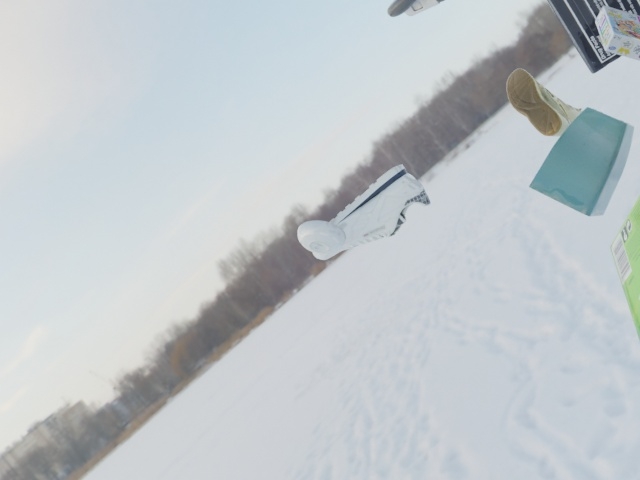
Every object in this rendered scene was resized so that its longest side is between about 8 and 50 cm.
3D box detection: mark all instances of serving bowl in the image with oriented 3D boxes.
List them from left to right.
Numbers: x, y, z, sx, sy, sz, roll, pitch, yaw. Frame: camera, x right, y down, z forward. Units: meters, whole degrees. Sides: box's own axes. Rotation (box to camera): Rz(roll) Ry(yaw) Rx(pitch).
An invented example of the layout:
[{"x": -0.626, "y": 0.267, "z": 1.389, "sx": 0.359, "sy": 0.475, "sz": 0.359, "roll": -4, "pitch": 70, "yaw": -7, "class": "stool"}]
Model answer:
[{"x": 0.000, "y": 0.000, "z": 1.228, "sx": 0.083, "sy": 0.083, "sz": 0.027, "roll": -43, "pitch": 30, "yaw": 53, "class": "serving bowl"}]

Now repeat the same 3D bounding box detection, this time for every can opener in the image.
[{"x": 0.276, "y": -0.590, "z": 1.714, "sx": 0.284, "sy": 0.076, "sz": 0.095, "roll": -7, "pitch": 40, "yaw": 52, "class": "can opener"}]

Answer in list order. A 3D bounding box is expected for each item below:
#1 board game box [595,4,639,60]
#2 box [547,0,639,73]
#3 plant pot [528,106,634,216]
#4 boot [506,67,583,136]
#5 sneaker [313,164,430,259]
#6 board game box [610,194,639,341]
[{"x": 0.452, "y": -0.264, "z": 0.969, "sx": 0.103, "sy": 0.154, "sz": 0.026, "roll": -75, "pitch": 1, "yaw": -52, "class": "board game box"}, {"x": 0.520, "y": -0.508, "z": 1.248, "sx": 0.294, "sy": 0.296, "sz": 0.182, "roll": -30, "pitch": 35, "yaw": 24, "class": "box"}, {"x": 0.668, "y": -0.201, "z": 1.804, "sx": 0.166, "sy": 0.166, "sz": 0.234, "roll": -4, "pitch": -58, "yaw": -57, "class": "plant pot"}, {"x": 0.663, "y": -0.380, "z": 2.076, "sx": 0.204, "sy": 0.261, "sz": 0.095, "roll": 6, "pitch": -48, "yaw": -36, "class": "boot"}, {"x": 0.085, "y": -0.031, "z": 1.300, "sx": 0.235, "sy": 0.094, "sz": 0.090, "roll": -41, "pitch": -2, "yaw": 19, "class": "sneaker"}, {"x": 0.360, "y": 0.087, "z": 0.738, "sx": 0.039, "sy": 0.259, "sz": 0.124, "roll": -3, "pitch": -30, "yaw": 2, "class": "board game box"}]
